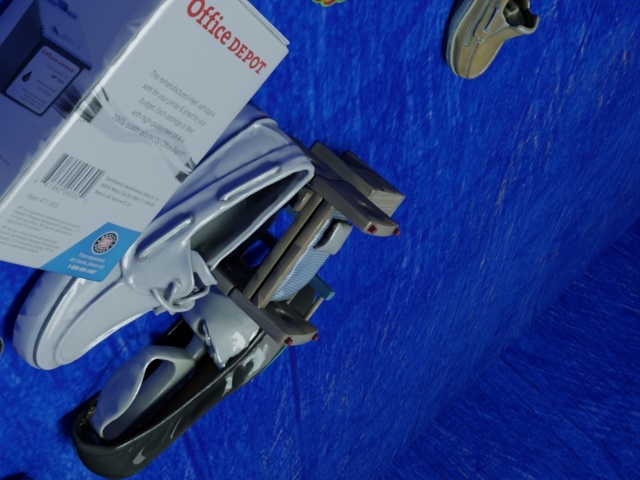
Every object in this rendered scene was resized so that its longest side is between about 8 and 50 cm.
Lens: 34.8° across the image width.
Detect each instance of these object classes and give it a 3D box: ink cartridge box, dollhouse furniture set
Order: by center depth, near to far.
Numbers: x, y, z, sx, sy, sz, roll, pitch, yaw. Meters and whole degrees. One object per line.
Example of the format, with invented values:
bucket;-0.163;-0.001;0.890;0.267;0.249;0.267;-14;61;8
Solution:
ink cartridge box;-0.123;-0.078;0.580;0.190;0.082;0.139;-51;160;4
dollhouse furniture set;0.000;0.000;0.906;0.129;0.129;0.184;-53;159;14

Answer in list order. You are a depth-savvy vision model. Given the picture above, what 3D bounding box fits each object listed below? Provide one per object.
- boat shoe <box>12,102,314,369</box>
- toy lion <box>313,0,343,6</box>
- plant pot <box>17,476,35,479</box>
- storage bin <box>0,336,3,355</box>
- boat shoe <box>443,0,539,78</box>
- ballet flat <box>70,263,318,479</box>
boat shoe;-0.113;0.009;0.754;0.258;0.084;0.095;-47;160;-5
toy lion;0.027;-0.214;0.721;0.096;0.034;0.100;-26;151;-31
plant pot;-0.266;0.369;0.904;0.236;0.236;0.212;-38;152;-26
storage bin;-0.279;0.078;0.545;0.122;0.084;0.180;-56;159;20
boat shoe;0.167;-0.210;0.945;0.068;0.072;0.190;-39;158;-25
ballet flat;-0.115;0.108;0.932;0.280;0.095;0.096;-46;148;-7
